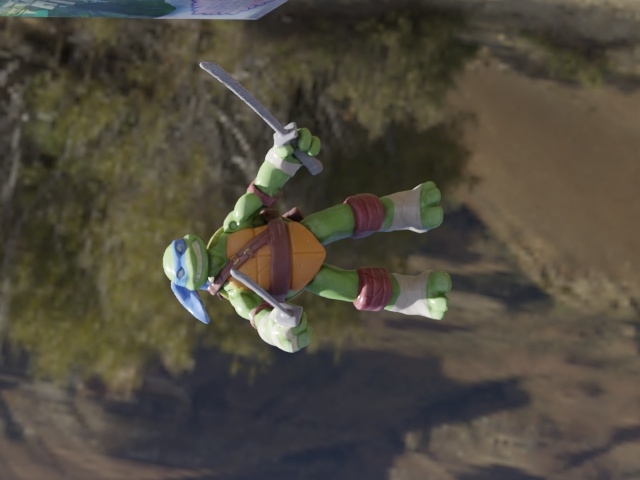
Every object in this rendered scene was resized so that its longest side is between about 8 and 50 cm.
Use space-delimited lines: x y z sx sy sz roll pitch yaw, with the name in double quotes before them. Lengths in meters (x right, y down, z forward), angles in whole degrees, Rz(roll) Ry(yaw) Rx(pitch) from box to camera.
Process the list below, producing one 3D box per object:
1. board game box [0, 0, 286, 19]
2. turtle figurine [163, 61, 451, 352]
"board game box" -0.087 -0.222 0.963 0.318 0.065 0.319 -6 171 -37
"turtle figurine" 0.000 0.000 1.442 0.266 0.197 0.274 -1 135 -21
